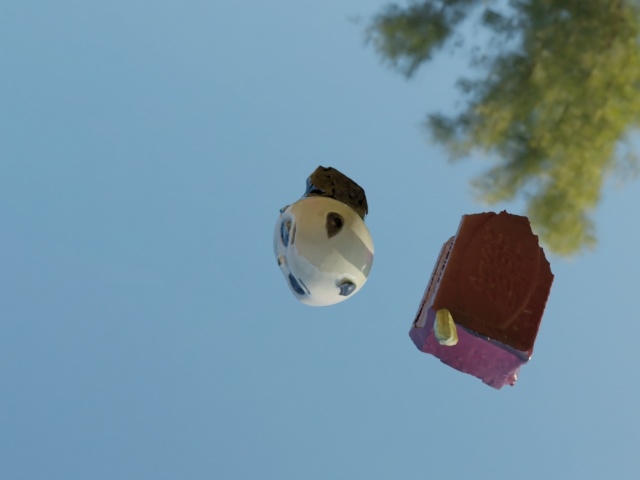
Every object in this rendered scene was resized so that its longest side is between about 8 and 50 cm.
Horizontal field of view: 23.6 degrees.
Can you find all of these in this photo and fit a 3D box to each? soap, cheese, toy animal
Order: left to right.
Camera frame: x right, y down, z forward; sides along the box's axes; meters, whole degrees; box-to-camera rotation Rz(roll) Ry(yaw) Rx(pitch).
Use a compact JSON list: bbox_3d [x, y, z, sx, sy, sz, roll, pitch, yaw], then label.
[{"bbox_3d":[0.000,0.000,2.019,0.138,0.166,0.179,-14,-167,5],"label":"toy animal"},{"bbox_3d":[0.160,0.113,1.975,0.030,0.044,0.083,-5,171,9],"label":"cheese"},{"bbox_3d":[0.231,0.069,2.138,0.162,0.099,0.250,22,-134,1],"label":"soap"}]
